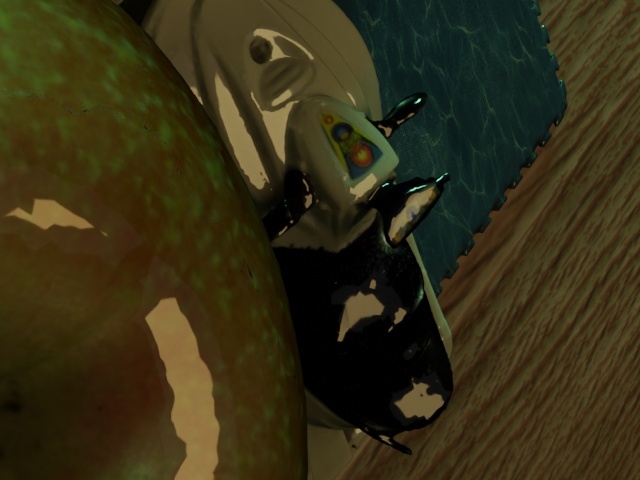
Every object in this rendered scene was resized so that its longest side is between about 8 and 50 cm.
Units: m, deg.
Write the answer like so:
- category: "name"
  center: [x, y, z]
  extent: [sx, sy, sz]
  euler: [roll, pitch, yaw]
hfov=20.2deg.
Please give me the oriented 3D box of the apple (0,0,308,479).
- category: "apple"
  center: [-0.150, 0.050, 0.507]
  extent: [0.319, 0.277, 0.319]
  euler: [-9, 102, -51]

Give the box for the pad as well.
- category: "pad"
  center: [0.043, -0.097, 0.963]
  extent: [0.269, 0.012, 0.270]
  euler: [-53, 134, -34]

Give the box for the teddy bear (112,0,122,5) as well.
- category: "teddy bear"
  center: [-0.085, -0.252, 0.693]
  extent: [0.362, 0.375, 0.327]
  euler: [-117, -154, -80]

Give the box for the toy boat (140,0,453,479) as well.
- category: "toy boat"
  center: [-0.003, 0.002, 0.819]
  extent: [0.141, 0.140, 0.269]
  euler: [-53, 148, -34]
